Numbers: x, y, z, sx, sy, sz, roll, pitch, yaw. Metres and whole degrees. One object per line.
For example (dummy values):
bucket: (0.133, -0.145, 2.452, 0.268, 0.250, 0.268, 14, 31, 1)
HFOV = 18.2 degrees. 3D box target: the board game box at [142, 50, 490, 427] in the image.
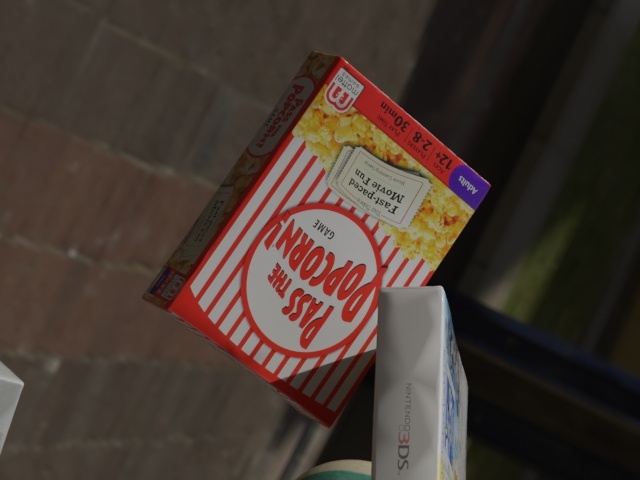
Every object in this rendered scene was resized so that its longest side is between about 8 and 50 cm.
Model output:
board game box: (0.000, 0.000, 1.278, 0.193, 0.147, 0.045, -56, -152, -7)

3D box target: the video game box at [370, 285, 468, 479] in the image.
video game box: (0.063, 0.156, 1.249, 0.187, 0.048, 0.205, 75, 16, -65)

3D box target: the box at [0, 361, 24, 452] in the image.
box: (-0.314, 0.112, 1.483, 0.170, 0.130, 0.091, 23, -85, 65)

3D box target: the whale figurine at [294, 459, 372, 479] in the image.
whale figurine: (-0.007, 0.308, 1.670, 0.272, 0.216, 0.141, -42, -178, 28)
